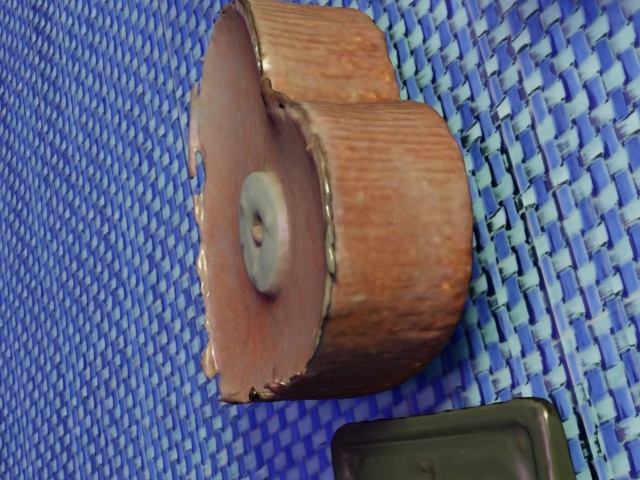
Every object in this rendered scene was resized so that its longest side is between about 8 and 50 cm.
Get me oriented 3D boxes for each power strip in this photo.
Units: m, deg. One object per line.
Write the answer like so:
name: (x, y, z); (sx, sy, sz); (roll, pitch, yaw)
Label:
power strip: (0.067, 0.233, 0.799); (0.251, 0.092, 0.257); (-20, 75, 53)

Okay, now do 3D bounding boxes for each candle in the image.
candle: (0.000, 0.000, 0.900); (0.317, 0.131, 0.287); (-118, 36, -54)
